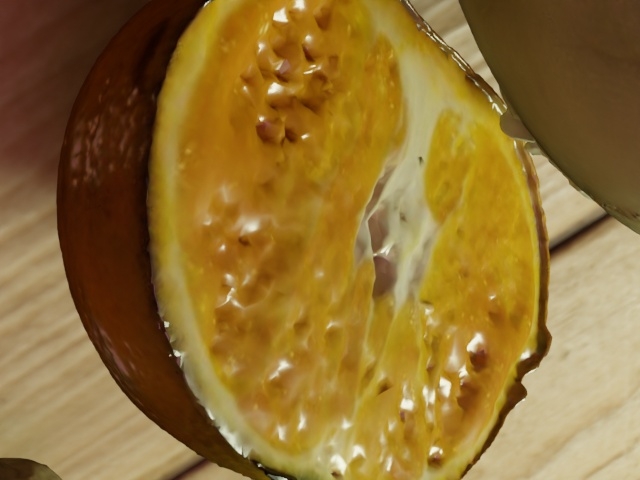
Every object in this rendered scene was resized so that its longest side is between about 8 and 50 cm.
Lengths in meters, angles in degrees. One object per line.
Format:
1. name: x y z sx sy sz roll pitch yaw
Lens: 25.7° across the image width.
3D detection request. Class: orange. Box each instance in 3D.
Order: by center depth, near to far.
1. orange: -0.002 -0.004 0.706 0.274 0.274 0.310 -26 165 -2

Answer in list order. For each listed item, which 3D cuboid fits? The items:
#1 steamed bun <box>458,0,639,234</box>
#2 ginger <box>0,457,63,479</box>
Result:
1. steamed bun: 0.225 -0.094 0.674 0.334 0.312 0.233 10 107 -20
2. ginger: -0.288 0.197 0.823 0.244 0.155 0.304 -40 122 19
